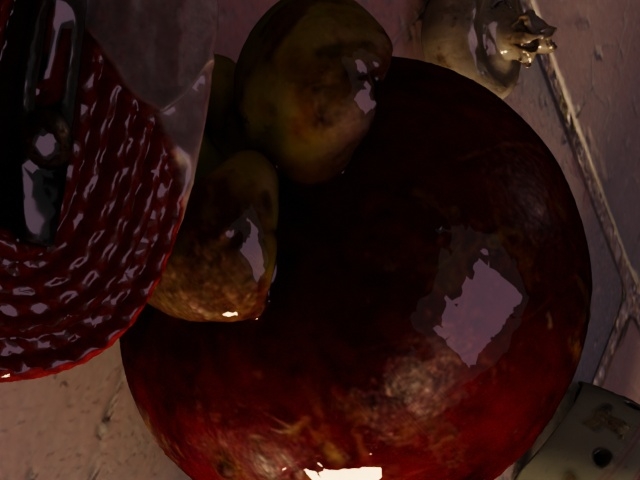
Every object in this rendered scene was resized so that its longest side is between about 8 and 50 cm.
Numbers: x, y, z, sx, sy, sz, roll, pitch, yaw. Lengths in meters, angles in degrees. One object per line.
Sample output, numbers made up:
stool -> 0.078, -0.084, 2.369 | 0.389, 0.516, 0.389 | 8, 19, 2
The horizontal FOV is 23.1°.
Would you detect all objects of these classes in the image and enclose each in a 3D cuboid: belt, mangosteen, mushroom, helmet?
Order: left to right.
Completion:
belt -> -0.124, -0.047, 0.551 | 0.128, 0.124, 0.201 | 20, 71, -37
mangosteen -> 0.000, 0.000, 0.674 | 0.257, 0.215, 0.215 | 57, 47, -34
mushroom -> 0.104, -0.123, 0.934 | 0.085, 0.079, 0.085 | -2, 92, -52
helmet -> 0.220, 0.195, 1.133 | 0.153, 0.107, 0.177 | -48, 131, -48
